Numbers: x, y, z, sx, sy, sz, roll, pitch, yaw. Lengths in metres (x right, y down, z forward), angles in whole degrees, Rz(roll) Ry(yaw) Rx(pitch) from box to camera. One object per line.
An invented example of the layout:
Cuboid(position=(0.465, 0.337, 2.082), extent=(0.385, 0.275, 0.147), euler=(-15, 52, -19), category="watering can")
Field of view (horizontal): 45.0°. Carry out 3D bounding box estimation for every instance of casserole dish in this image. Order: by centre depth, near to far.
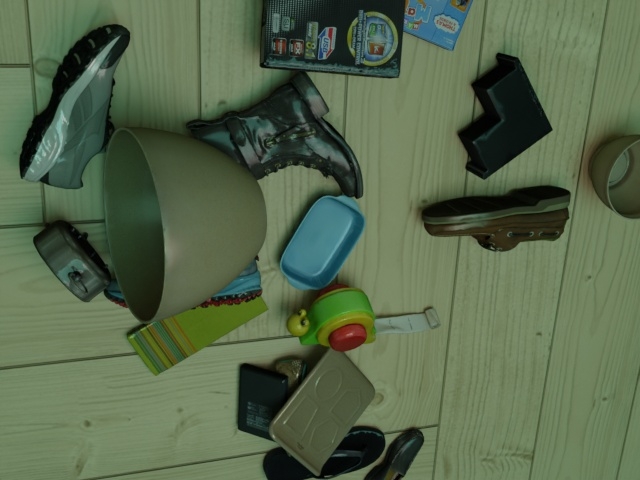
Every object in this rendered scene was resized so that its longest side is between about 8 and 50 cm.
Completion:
Cuboid(position=(0.000, 0.000, 1.377), extent=(0.114, 0.037, 0.188), euler=(27, 100, -26), category="casserole dish")

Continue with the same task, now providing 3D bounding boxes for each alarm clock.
Cuboid(position=(-0.372, 0.035, 1.176), extent=(0.064, 0.192, 0.129), euler=(-37, 118, -3), category="alarm clock")

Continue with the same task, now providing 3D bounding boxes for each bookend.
Cuboid(position=(0.305, -0.220, 1.375), extent=(0.157, 0.072, 0.156), euler=(-37, 116, -2), category="bookend")

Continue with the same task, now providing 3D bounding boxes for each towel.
Cuboid(position=(-0.216, 0.144, 1.370), extent=(0.237, 0.021, 0.102), euler=(-30, 120, -6), category="towel")

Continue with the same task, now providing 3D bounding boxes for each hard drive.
Cuboid(position=(-0.108, 0.302, 1.435), extent=(0.094, 0.022, 0.135), euler=(13, 112, 21), category="hard drive")

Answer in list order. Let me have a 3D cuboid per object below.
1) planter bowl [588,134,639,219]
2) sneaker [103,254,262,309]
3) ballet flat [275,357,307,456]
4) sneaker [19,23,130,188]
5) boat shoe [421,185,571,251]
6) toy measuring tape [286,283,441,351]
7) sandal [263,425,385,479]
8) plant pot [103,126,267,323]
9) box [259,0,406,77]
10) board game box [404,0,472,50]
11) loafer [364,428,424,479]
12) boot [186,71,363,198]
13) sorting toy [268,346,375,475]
Cuboid(position=(0.588, -0.133, 1.485), extent=(0.162, 0.109, 0.162), euler=(-7, 113, -16), category="planter bowl")
Cuboid(position=(-0.231, 0.053, 1.301), extent=(0.261, 0.104, 0.125), euler=(-5, 76, -4), category="sneaker")
Cuboid(position=(-0.067, 0.314, 1.470), extent=(0.067, 0.073, 0.206), euler=(8, 107, 7), category="ballet flat")
Cuboid(position=(-0.351, -0.198, 1.155), extent=(0.108, 0.100, 0.272), euler=(22, 108, -35), category="sneaker")
Cuboid(position=(0.333, -0.026, 1.438), extent=(0.307, 0.111, 0.105), euler=(-7, 111, -16), category="boat shoe")
Cuboid(position=(0.095, 0.135, 1.410), extent=(0.329, 0.121, 0.122), euler=(-2, 111, -25), category="toy measuring tape")
Cuboid(position=(0.015, 0.443, 1.543), extent=(0.254, 0.054, 0.097), euler=(-12, 114, -14), category="sandal")
Cuboid(position=(-0.192, -0.032, 1.156), extent=(0.190, 0.284, 0.284), euler=(-8, 113, -29), category="plant pot")
Cuboid(position=(0.023, -0.392, 1.180), extent=(0.216, 0.060, 0.270), euler=(3, 99, -12), category="box")
Cuboid(position=(0.187, -0.440, 1.268), extent=(0.160, 0.039, 0.212), euler=(16, 104, -23), category="board game box")
Cuboid(position=(0.162, 0.469, 1.600), extent=(0.062, 0.061, 0.170), euler=(33, 97, -26), category="loafer")
Cuboid(position=(-0.072, -0.134, 1.283), extent=(0.229, 0.091, 0.263), euler=(-31, 113, 1), category="boot")
Cuboid(position=(0.004, 0.316, 1.455), extent=(0.208, 0.038, 0.193), euler=(-54, 134, -17), category="sorting toy")
